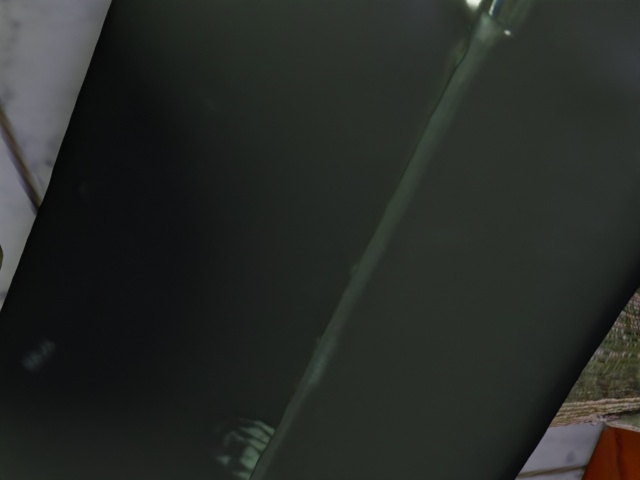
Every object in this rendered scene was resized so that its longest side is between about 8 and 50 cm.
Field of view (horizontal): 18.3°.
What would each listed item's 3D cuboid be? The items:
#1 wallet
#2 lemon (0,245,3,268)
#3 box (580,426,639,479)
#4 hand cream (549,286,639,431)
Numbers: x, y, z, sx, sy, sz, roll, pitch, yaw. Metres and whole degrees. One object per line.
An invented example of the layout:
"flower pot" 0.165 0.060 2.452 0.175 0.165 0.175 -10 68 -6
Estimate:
"wallet" -0.001 0.000 0.764 0.228 0.062 0.406 32 130 8
"lemon" -0.263 -0.015 0.674 0.310 0.258 0.258 15 133 -14
"box" 0.262 0.303 0.915 0.318 0.349 0.257 10 133 -7
"hand cream" 0.145 0.050 0.868 0.203 0.084 0.084 8 134 -17
